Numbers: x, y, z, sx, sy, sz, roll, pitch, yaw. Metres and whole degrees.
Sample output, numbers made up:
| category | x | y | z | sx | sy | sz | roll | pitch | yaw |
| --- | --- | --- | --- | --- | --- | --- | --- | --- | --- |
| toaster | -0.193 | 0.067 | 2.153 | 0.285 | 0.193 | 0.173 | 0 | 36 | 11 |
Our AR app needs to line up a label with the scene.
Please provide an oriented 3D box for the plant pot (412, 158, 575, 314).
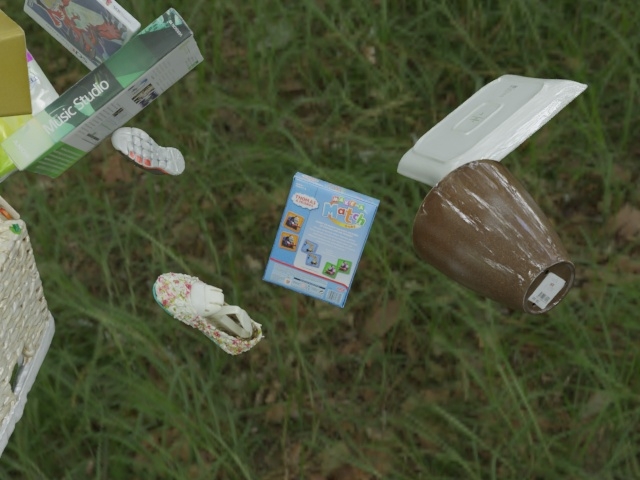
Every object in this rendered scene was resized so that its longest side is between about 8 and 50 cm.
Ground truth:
| category | x | y | z | sx | sy | sz | roll | pitch | yaw |
| --- | --- | --- | --- | --- | --- | --- | --- | --- | --- |
| plant pot | 0.304 | 0.015 | 1.717 | 0.215 | 0.215 | 0.230 | -25 | 46 | -19 |

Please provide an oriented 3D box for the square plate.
| category | x | y | z | sx | sy | sz | roll | pitch | yaw |
| --- | --- | --- | --- | --- | --- | --- | --- | --- | --- |
| square plate | 0.334 | -0.238 | 2.149 | 0.344 | 0.049 | 0.347 | -40 | 19 | -4 |

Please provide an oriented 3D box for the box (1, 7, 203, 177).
| category | x | y | z | sx | sy | sz | roll | pitch | yaw |
| --- | --- | --- | --- | --- | --- | --- | --- | --- | --- |
| box | -0.327 | -0.220 | 1.606 | 0.322 | 0.232 | 0.058 | -40 | 92 | -2 |

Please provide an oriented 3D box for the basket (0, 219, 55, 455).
| category | x | y | z | sx | sy | sz | roll | pitch | yaw |
| --- | --- | --- | --- | --- | --- | --- | --- | --- | --- |
| basket | -0.636 | 0.146 | 1.652 | 0.331 | 0.266 | 0.328 | 5 | 40 | 4 |

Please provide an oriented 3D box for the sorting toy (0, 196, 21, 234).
| category | x | y | z | sx | sy | sz | roll | pitch | yaw |
| --- | --- | --- | --- | --- | --- | --- | --- | --- | --- |
| sorting toy | -0.466 | -0.039 | 1.529 | 0.062 | 0.083 | 0.012 | -5 | 41 | 54 |

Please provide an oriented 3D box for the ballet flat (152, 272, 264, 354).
| category | x | y | z | sx | sy | sz | roll | pitch | yaw |
| --- | --- | --- | --- | --- | --- | --- | --- | --- | --- |
| ballet flat | -0.177 | 0.114 | 1.722 | 0.077 | 0.241 | 0.091 | -16 | 56 | 26 |

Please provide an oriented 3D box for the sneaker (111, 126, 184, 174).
| category | x | y | z | sx | sy | sz | roll | pitch | yaw |
| --- | --- | --- | --- | --- | --- | --- | --- | --- | --- |
| sneaker | -0.302 | -0.140 | 1.755 | 0.065 | 0.158 | 0.061 | -12 | 65 | 34 |

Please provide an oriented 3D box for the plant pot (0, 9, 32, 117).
| category | x | y | z | sx | sy | sz | roll | pitch | yaw |
| --- | --- | --- | --- | --- | --- | --- | --- | --- | --- |
| plant pot | -0.308 | -0.152 | 0.903 | 0.083 | 0.081 | 0.081 | -20 | 41 | -31 |

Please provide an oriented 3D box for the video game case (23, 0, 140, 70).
| category | x | y | z | sx | sy | sz | roll | pitch | yaw |
| --- | --- | --- | --- | --- | --- | --- | --- | --- | --- |
| video game case | -0.367 | -0.339 | 1.578 | 0.183 | 0.201 | 0.023 | 42 | 64 | -5 |

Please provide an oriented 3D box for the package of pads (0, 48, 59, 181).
| category | x | y | z | sx | sy | sz | roll | pitch | yaw |
| --- | --- | --- | --- | --- | --- | --- | --- | --- | --- |
| package of pads | -0.651 | -0.241 | 2.062 | 0.101 | 0.229 | 0.296 | -17 | 20 | 44 |

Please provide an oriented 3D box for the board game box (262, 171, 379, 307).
| category | x | y | z | sx | sy | sz | roll | pitch | yaw |
| --- | --- | --- | --- | --- | --- | --- | --- | --- | --- |
| board game box | 0.000 | 0.000 | 1.892 | 0.160 | 0.211 | 0.039 | 20 | 22 | 3 |
